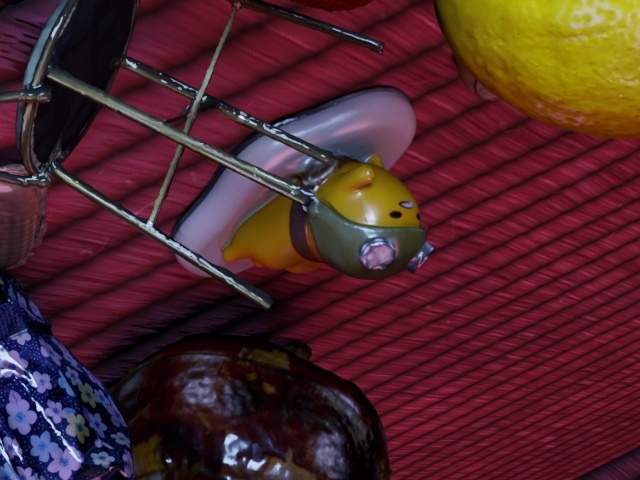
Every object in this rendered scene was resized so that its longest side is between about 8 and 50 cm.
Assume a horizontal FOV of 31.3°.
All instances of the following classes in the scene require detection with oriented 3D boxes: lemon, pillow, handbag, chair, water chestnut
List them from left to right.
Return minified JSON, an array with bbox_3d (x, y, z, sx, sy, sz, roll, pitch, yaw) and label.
[{"bbox_3d":[-0.299,0.001,0.820,0.211,0.034,0.135,-15,150,-24],"label":"pillow"},{"bbox_3d":[-0.239,0.134,0.912,0.127,0.208,0.228,-32,173,-19],"label":"handbag"},{"bbox_3d":[-0.146,-0.096,0.680,0.326,0.170,0.160,23,148,1],"label":"chair"},{"bbox_3d":[-0.083,0.223,1.176,0.335,0.347,0.335,8,135,8],"label":"water chestnut"},{"bbox_3d":[0.168,-0.182,0.700,0.219,0.240,0.240,4,150,0],"label":"lemon"}]

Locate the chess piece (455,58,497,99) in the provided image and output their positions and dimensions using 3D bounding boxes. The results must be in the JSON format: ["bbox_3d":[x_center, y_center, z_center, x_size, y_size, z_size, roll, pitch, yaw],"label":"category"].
[{"bbox_3d":[0.153,-0.153,0.943,0.084,0.038,0.083,-22,152,-13],"label":"chess piece"}]

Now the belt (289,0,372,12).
[{"bbox_3d":[0.018,-0.215,0.614,0.124,0.128,0.201,5,138,-45],"label":"belt"}]

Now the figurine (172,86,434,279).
[{"bbox_3d":[0.000,0.000,0.966,0.250,0.141,0.166,-41,152,26],"label":"figurine"}]
